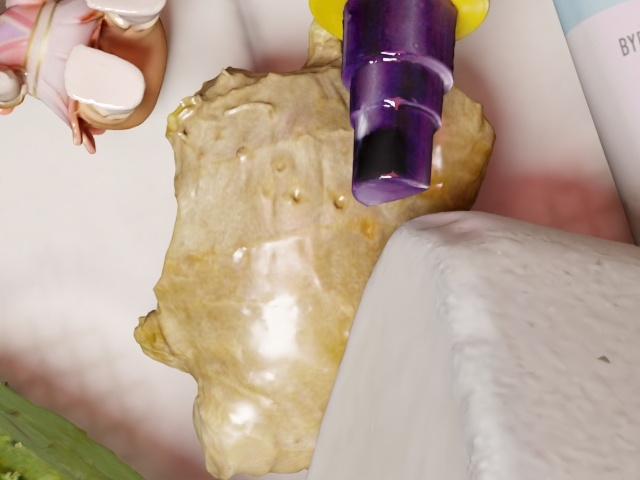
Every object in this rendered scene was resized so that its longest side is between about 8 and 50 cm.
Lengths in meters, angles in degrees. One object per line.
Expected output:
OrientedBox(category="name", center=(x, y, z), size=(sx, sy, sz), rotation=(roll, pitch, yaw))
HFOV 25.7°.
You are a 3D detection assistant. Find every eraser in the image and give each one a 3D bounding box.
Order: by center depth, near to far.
OrientedBox(category="eraser", center=(0.064, 0.194, 0.503), size=(0.150, 0.331, 0.331), rotation=(9, 89, -16))

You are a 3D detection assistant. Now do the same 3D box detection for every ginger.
OrientedBox(category="ginger", center=(0.000, 0.000, 0.602), size=(0.157, 0.102, 0.216), rotation=(2, 87, -2))

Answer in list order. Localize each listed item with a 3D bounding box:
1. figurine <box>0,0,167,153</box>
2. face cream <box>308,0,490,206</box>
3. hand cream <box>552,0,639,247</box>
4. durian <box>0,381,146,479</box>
OrientedBox(category="figurine", center=(-0.163, -0.086, 0.624), size=(0.195, 0.102, 0.111), rotation=(14, 77, 3))
OrientedBox(category="face cream", center=(0.034, -0.142, 0.572), size=(0.078, 0.078, 0.273), rotation=(1, 68, 5))
OrientedBox(category="hand cream", center=(0.147, -0.100, 0.622), size=(0.111, 0.070, 0.312), rotation=(-12, 79, 6))
OrientedBox(category="durian", center=(-0.127, 0.127, 0.570), size=(0.375, 0.132, 0.106), rotation=(39, 99, 31))
